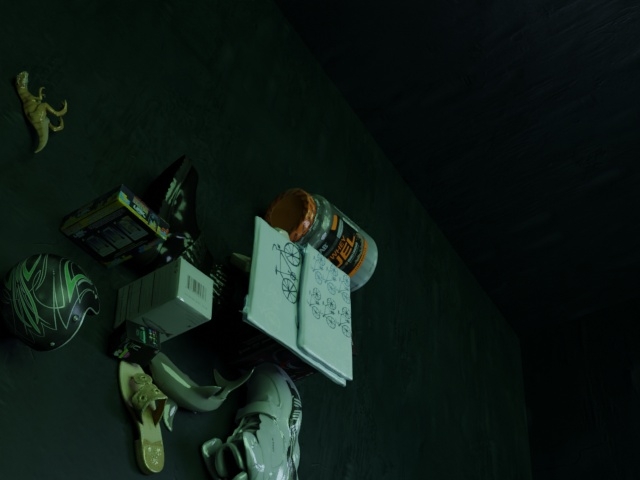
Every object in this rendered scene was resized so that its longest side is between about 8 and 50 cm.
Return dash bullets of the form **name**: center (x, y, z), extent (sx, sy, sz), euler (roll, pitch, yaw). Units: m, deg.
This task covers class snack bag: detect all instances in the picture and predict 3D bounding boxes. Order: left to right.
- **snack bag**: center (-0.044, 0.128, 1.975), extent (0.342, 0.037, 0.323), euler (38, 37, -32)

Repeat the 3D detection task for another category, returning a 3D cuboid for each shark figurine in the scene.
- **shark figurine**: center (-0.244, 0.323, 1.839), extent (0.278, 0.116, 0.166), euler (25, 47, -51)

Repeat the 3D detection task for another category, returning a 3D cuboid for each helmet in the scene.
- **helmet**: center (-0.485, 0.108, 1.514), extent (0.170, 0.169, 0.161), euler (65, 10, 0)

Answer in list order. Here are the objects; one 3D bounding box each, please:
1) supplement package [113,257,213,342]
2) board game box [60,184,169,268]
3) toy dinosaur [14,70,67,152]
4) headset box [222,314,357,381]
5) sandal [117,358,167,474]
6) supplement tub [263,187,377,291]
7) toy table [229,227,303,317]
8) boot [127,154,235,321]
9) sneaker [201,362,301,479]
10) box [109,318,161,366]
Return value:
- **supplement package**: center (-0.324, 0.132, 1.772), extent (0.105, 0.179, 0.105), euler (40, 34, -40)
- **board game box**: center (-0.418, -0.026, 1.745), extent (0.141, 0.170, 0.048), euler (47, 33, -34)
- **toy dinosaur**: center (-0.583, -0.251, 1.782), extent (0.112, 0.064, 0.212), euler (-6, 62, -44)
- **headset box**: center (-0.082, 0.241, 2.093), extent (0.293, 0.218, 0.110), euler (30, 41, -52)
- **sandal**: center (-0.331, 0.335, 1.695), extent (0.088, 0.079, 0.240), euler (18, 52, -56)
- **supplement tub**: center (0.000, 0.000, 2.477), extent (0.338, 0.207, 0.207), euler (37, 37, -43)
- **toy table**: center (-0.102, 0.097, 2.193), extent (0.160, 0.274, 0.252), euler (12, 90, -47)
- **boot**: center (-0.300, -0.005, 1.992), extent (0.260, 0.131, 0.348), euler (40, 45, -30)
- **sneaker**: center (-0.148, 0.422, 1.897), extent (0.210, 0.137, 0.366), euler (38, 39, -48)
- **box**: center (-0.373, 0.207, 1.725), extent (0.083, 0.062, 0.052), euler (28, 30, -36)
